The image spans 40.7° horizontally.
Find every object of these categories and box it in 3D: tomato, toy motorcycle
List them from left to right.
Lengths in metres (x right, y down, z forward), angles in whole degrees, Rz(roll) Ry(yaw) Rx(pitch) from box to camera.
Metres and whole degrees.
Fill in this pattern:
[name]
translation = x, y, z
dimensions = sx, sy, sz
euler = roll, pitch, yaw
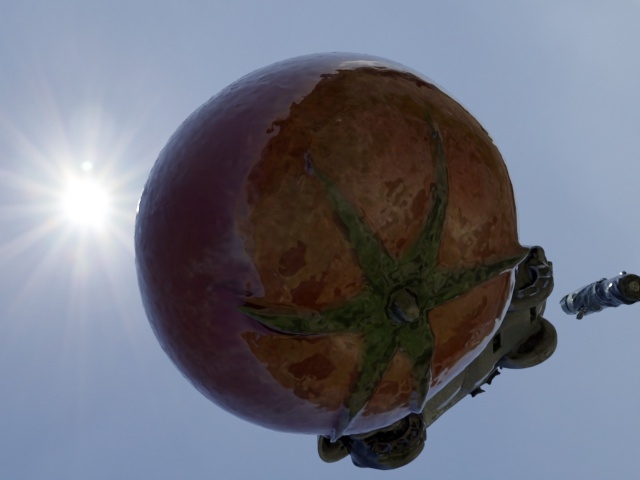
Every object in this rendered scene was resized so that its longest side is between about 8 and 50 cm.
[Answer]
[tomato]
translation = 0.000, 0.000, 0.608
dimensions = 0.265, 0.265, 0.264
euler = 22, -119, -46
[toy motorcycle]
translation = 0.099, 0.098, 0.899
dimensions = 0.359, 0.213, 0.125
euler = -34, -52, -33

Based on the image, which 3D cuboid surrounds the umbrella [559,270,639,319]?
[umbrella]
translation = 0.382, 0.078, 1.196
dimensions = 0.050, 0.188, 0.046
euler = -32, -92, -16
